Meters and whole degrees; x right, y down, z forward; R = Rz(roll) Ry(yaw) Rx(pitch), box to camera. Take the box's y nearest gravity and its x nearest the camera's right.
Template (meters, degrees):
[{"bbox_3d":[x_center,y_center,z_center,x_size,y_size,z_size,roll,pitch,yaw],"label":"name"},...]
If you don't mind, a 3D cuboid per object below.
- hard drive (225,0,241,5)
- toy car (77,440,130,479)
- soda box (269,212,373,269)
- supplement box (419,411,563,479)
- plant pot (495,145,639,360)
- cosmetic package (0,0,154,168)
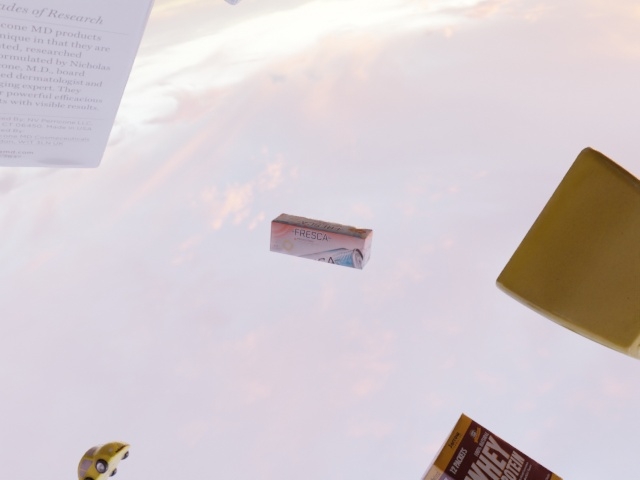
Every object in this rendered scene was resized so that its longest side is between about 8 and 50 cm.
[{"bbox_3d":[-0.105,-0.427,0.633,0.040,0.203,0.307,-53,-170,-35],"label":"hard drive"},{"bbox_3d":[-0.404,0.428,1.008,0.053,0.225,0.239,40,-108,11],"label":"toy car"},{"bbox_3d":[0.000,0.000,1.098,0.183,0.063,0.058,11,-158,17],"label":"soda box"},{"bbox_3d":[0.278,0.448,1.054,0.194,0.191,0.129,31,-136,18],"label":"supplement box"},{"bbox_3d":[0.389,0.044,0.728,0.212,0.212,0.187,21,-163,-27],"label":"plant pot"},{"bbox_3d":[-0.243,-0.281,0.515,0.161,0.453,0.230,-3,-118,-34],"label":"cosmetic package"}]
